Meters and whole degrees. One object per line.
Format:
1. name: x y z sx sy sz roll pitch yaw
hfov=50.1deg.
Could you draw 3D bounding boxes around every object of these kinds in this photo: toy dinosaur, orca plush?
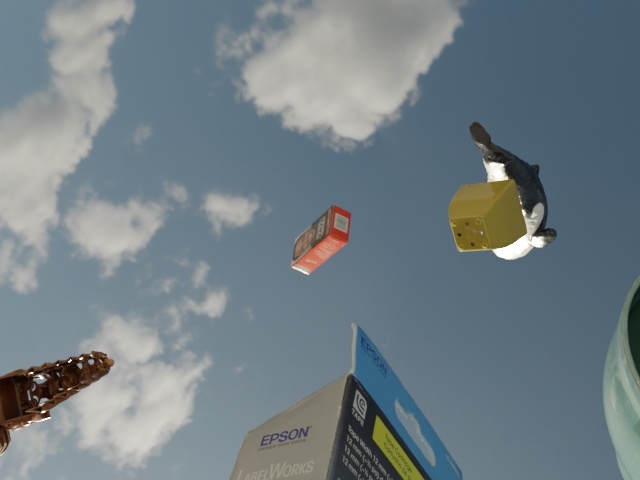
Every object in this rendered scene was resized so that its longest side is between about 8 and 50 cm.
1. toy dinosaur: -0.345 0.151 0.599 0.322 0.218 0.164 -40 -105 2
2. orca plush: 0.283 -0.083 1.025 0.151 0.287 0.102 12 -117 42

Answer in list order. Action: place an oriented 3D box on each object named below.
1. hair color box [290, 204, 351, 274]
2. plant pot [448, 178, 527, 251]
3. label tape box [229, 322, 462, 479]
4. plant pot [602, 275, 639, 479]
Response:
1. hair color box: 0.000 0.000 1.299 0.141 0.043 0.072 -42 -149 45
2. plant pot: 0.214 -0.026 0.908 0.081 0.082 0.083 -5 -159 40
3. label tape box: 0.024 0.283 0.594 0.115 0.249 0.348 -21 -151 25
4. plant pot: 0.405 0.179 0.658 0.293 0.196 0.293 2 -134 -2
